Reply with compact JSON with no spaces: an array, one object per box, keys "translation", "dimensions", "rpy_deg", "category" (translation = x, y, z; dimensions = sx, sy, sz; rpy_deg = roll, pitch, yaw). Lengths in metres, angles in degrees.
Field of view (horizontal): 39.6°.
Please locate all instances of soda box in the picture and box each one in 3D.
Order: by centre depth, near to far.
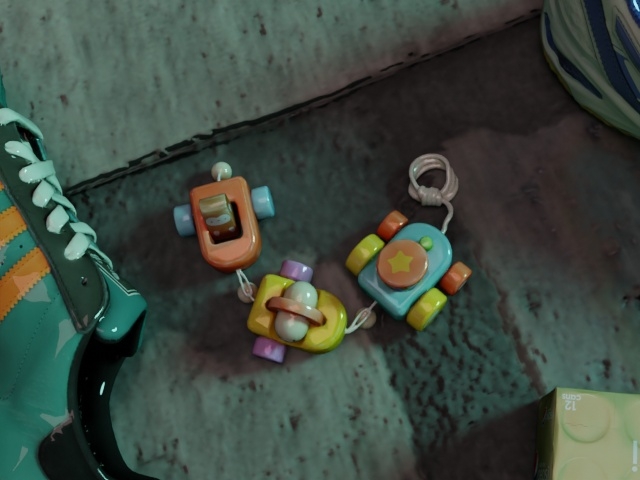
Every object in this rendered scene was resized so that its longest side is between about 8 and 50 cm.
[{"translation":[0.200,0.113,0.436],"dimensions":[0.181,0.058,0.061],"rpy_deg":[5,76,7],"category":"soda box"}]

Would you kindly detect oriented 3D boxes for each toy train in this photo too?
[{"translation":[0.000,0.000,0.495],"dimensions":[0.166,0.046,0.125],"rpy_deg":[-9,74,4],"category":"toy train"}]

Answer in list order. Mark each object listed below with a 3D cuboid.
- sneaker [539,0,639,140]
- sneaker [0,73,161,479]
[{"translation":[0.234,-0.061,0.443],"dimensions":[0.296,0.131,0.112],"rpy_deg":[41,81,13],"category":"sneaker"},{"translation":[-0.156,0.016,0.482],"dimensions":[0.121,0.108,0.302],"rpy_deg":[-13,82,2],"category":"sneaker"}]
